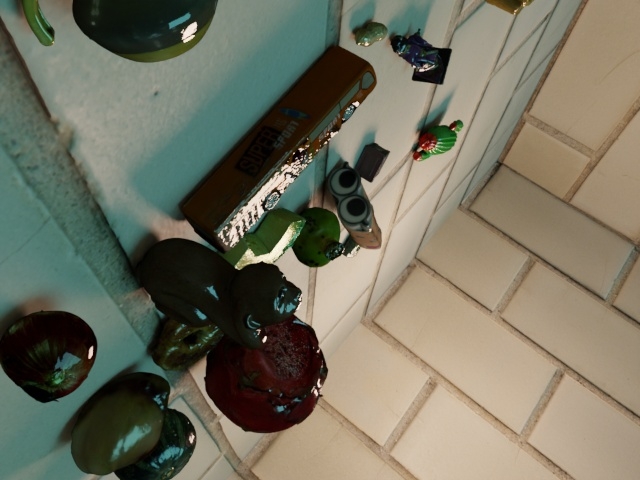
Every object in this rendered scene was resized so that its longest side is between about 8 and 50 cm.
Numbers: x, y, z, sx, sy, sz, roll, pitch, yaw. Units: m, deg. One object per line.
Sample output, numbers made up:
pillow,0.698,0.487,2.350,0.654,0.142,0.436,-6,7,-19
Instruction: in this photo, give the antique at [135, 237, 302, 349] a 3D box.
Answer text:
antique,-0.155,0.071,0.854,0.143,0.257,0.121,90,21,-57

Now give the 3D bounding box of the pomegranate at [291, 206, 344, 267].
pomegranate,-0.013,-0.005,1.283,0.169,0.122,0.143,-95,-155,-72

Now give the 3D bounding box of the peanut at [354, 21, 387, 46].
peanut,0.089,-0.367,0.990,0.083,0.037,0.037,-43,161,-38

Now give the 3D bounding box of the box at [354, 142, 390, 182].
box,0.134,-0.202,1.417,0.063,0.060,0.084,-43,162,-56

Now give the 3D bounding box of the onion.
onion,-0.346,0.142,0.712,0.118,0.119,0.117,-49,148,-14

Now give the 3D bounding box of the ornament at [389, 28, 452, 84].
ornament,0.208,-0.404,1.178,0.203,0.088,0.081,7,99,-58

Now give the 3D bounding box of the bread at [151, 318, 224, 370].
bread,-0.259,0.181,1.117,0.193,0.064,0.193,-41,156,-23

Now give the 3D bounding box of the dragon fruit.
dragon fruit,-0.128,0.300,1.296,0.295,0.295,0.302,-47,-178,-20

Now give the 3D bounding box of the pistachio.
pistachio,-0.370,0.340,1.038,0.210,0.130,0.165,-49,123,-15

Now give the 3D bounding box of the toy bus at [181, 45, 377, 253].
toy bus,-0.058,-0.159,0.916,0.409,0.093,0.092,-50,160,-14

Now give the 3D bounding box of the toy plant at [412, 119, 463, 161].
toy plant,0.365,-0.312,1.773,0.240,0.088,0.154,-33,170,-34

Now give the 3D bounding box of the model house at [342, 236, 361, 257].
model house,0.116,0.021,1.800,0.083,0.066,0.079,-55,162,11

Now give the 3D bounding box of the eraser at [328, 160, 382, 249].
eraser,0.094,-0.074,1.408,0.087,0.171,0.290,-21,165,8

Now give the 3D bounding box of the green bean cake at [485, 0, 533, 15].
green bean cake,0.506,-0.686,1.312,0.224,0.131,0.229,-49,164,-20

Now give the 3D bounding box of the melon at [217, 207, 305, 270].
melon,-0.126,0.007,1.124,0.209,0.064,0.118,-25,149,-54

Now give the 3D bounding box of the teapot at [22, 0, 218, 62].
teapot,-0.170,-0.219,0.466,0.166,0.130,0.119,-19,141,-5

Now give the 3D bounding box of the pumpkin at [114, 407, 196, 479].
pumpkin,-0.367,0.457,1.222,0.190,0.146,0.190,-45,162,-18
